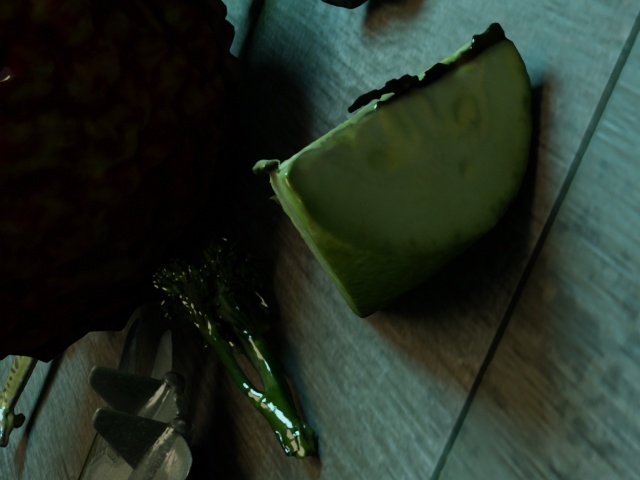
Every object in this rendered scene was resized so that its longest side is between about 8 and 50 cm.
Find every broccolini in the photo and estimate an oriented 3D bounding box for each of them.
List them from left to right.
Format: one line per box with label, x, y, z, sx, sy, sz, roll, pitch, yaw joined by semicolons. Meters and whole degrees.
broccolini;-0.047;0.076;0.977;0.058;0.074;0.201;79;169;-45

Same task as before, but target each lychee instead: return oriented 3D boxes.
lychee;-0.240;-0.120;1.121;0.424;0.500;0.425;33;137;37

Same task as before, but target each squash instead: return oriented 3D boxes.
squash;0.000;0.000;0.848;0.169;0.093;0.252;-33;0;-35

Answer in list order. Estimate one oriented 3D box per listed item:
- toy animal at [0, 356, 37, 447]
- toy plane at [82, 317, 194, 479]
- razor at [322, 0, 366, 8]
toy animal;-0.240;0.070;1.413;0.275;0.054;0.149;-46;37;42
toy plane;-0.140;0.203;1.067;0.212;0.088;0.267;-107;33;-55
razor;0.035;-0.222;0.993;0.090;0.054;0.148;-3;70;66
